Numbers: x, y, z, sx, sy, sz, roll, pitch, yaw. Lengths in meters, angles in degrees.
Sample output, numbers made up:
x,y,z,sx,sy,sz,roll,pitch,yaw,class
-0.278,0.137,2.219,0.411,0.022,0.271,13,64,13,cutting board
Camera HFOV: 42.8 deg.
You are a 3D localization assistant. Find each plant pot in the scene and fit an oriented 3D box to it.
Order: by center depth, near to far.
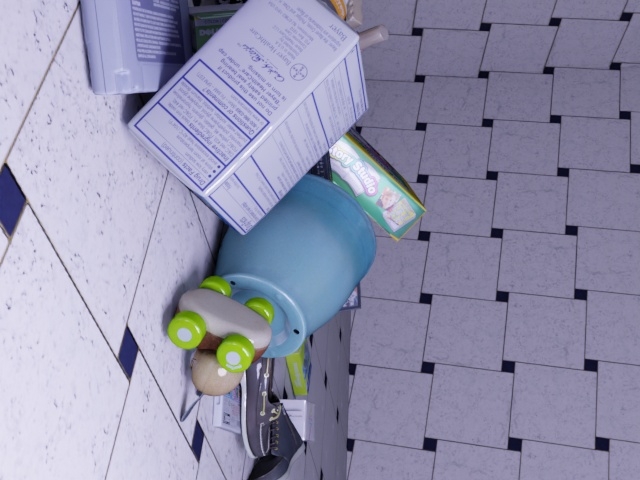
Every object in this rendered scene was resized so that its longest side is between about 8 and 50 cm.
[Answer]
x,y,z,sx,sy,sz,roll,pitch,yaw,class
-0.066,0.058,1.439,0.255,0.272,0.271,-60,150,-49,plant pot

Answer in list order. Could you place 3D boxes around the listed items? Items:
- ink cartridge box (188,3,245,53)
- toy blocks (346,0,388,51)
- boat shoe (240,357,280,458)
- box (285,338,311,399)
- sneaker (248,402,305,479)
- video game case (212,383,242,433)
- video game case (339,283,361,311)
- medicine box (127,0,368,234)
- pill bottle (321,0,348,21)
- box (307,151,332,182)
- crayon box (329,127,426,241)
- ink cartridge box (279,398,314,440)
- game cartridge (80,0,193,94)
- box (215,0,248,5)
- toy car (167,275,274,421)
x,y,z,sx,sy,sz,roll,pitch,yaw,class
-0.140,-0.314,1.217,0.209,0.109,0.062,-133,-142,-65,ink cartridge box
-0.021,-0.630,2.063,0.309,0.260,0.288,11,73,-50,toy blocks
-0.110,0.300,1.527,0.081,0.069,0.227,-47,134,-78,boat shoe
-0.056,0.322,2.147,0.109,0.043,0.178,-81,166,-51,box
-0.111,0.427,1.680,0.118,0.083,0.222,66,19,-6,sneaker
-0.164,0.272,1.482,0.157,0.019,0.143,63,26,-70,video game case
-0.020,0.037,1.878,0.035,0.248,0.274,4,-82,58,video game case
-0.084,-0.176,1.138,0.149,0.289,0.263,44,-4,12,medicine box
-0.045,-0.392,1.474,0.162,0.162,0.278,78,28,-49,pill bottle
-0.069,-0.132,1.665,0.059,0.184,0.232,-79,163,-61,box
0.055,-0.187,1.837,0.363,0.106,0.313,41,11,-14,crayon box
-0.069,0.409,1.851,0.143,0.092,0.089,56,34,-73,ink cartridge box
-0.230,-0.287,1.046,0.294,0.060,0.195,-55,146,-77,game cartridge
-0.135,-0.413,1.665,0.322,0.079,0.257,-59,148,-76,box
-0.169,0.177,1.233,0.188,0.149,0.155,-64,179,23,toy car
